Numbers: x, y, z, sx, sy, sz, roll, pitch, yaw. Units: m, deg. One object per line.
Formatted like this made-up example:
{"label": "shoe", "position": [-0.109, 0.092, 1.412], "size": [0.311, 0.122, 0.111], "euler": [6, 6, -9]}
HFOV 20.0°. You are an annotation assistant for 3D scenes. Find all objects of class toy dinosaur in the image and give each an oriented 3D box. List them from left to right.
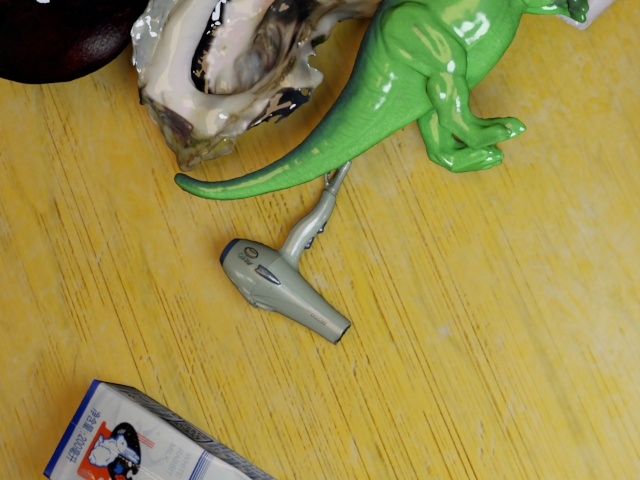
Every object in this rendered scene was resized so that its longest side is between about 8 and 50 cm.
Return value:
{"label": "toy dinosaur", "position": [0.065, -0.249, 1.946], "size": [0.499, 0.144, 0.375], "euler": [-5, 87, 9]}

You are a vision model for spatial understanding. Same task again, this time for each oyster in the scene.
{"label": "oyster", "position": [-0.082, -0.234, 2.078], "size": [0.238, 0.115, 0.351], "euler": [32, 98, 16]}

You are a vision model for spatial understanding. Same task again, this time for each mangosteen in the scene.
{"label": "mangosteen", "position": [-0.328, -0.324, 2.084], "size": [0.296, 0.313, 0.297], "euler": [1, 88, -18]}

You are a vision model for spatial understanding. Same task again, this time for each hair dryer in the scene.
{"label": "hair dryer", "position": [0.006, 0.020, 2.032], "size": [0.199, 0.067, 0.167], "euler": [-39, 76, -4]}

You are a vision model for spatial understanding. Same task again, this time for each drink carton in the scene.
{"label": "drink carton", "position": [-0.142, 0.283, 2.001], "size": [0.315, 0.106, 0.131], "euler": [30, 93, 24]}

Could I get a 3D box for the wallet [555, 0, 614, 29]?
{"label": "wallet", "position": [0.313, -0.316, 1.967], "size": [0.190, 0.033, 0.095], "euler": [-44, 65, 9]}
